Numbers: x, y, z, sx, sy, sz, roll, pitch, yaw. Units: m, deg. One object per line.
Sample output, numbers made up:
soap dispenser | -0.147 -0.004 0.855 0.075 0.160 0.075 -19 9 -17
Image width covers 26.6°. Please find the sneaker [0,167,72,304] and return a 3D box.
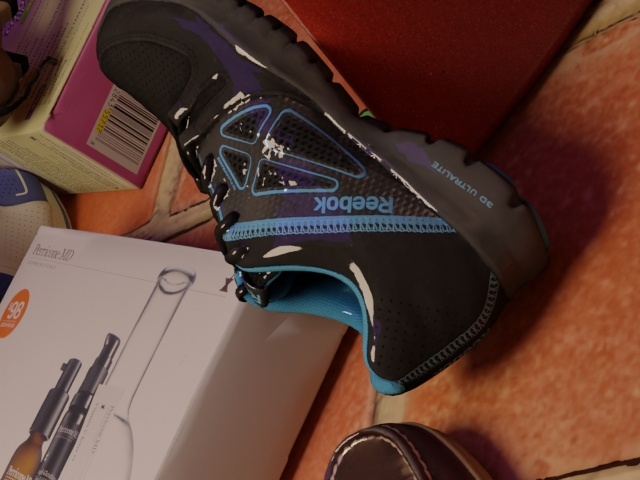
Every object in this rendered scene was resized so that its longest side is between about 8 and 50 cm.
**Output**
sneaker | -0.334 0.033 1.227 0.127 0.182 0.315 -23 45 22

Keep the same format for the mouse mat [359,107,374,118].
mouse mat | 0.000 0.000 0.992 0.190 0.007 0.152 -48 33 12

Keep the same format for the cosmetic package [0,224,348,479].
cosmetic package | -0.167 0.141 1.008 0.377 0.097 0.284 6 66 56

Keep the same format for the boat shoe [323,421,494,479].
boat shoe | 0.036 0.213 0.647 0.123 0.123 0.342 -38 37 27

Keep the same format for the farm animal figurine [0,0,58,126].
farm animal figurine | -0.410 -0.136 1.236 0.326 0.330 0.172 -3 43 19

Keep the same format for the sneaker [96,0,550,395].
sneaker | -0.032 -0.043 0.825 0.341 0.125 0.139 34 76 27

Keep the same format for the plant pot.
plant pot | 0.058 -0.242 0.915 0.236 0.267 0.267 -38 34 5

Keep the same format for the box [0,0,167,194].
box | -0.240 -0.165 1.354 0.243 0.117 0.213 0 62 52
